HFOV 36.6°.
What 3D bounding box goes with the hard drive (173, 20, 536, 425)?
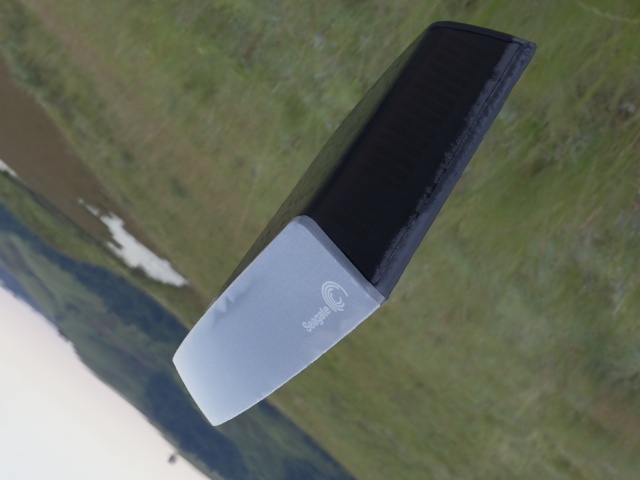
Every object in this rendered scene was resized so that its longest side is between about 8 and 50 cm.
[{"bbox_3d":[0.000,0.000,0.501,0.054,0.172,0.254,36,152,-5],"label":"hard drive"}]
